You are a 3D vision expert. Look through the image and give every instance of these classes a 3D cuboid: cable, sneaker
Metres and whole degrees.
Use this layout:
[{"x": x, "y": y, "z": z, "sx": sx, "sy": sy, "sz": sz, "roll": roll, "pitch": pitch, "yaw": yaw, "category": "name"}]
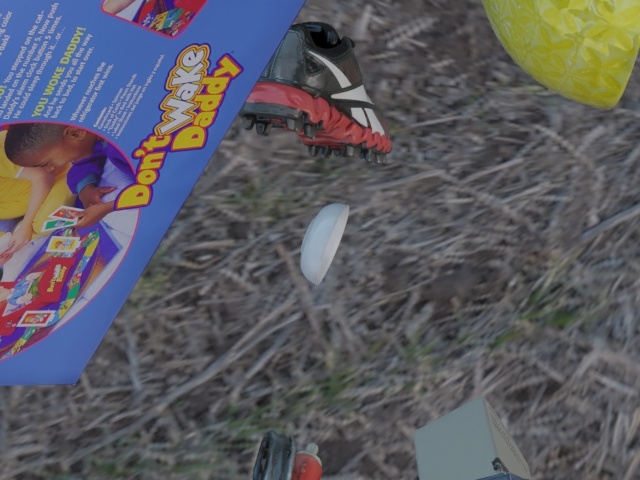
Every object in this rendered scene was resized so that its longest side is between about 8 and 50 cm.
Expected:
[{"x": -0.028, "y": 0.257, "z": 1.338, "sx": 0.072, "sy": 0.287, "sz": 0.139, "roll": 6, "pitch": 113, "yaw": -2, "category": "cable"}, {"x": 0.008, "y": -0.161, "z": 1.806, "sx": 0.098, "sy": 0.276, "sz": 0.135, "roll": 5, "pitch": 83, "yaw": 28, "category": "sneaker"}]

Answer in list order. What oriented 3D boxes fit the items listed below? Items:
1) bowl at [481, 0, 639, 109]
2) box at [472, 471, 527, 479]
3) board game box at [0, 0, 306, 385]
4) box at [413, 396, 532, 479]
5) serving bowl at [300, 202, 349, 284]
[{"x": 0.201, "y": -0.265, "z": 1.449, "sx": 0.156, "sy": 0.289, "sz": 0.289, "roll": 9, "pitch": 96, "yaw": 1, "category": "bowl"}, {"x": 0.004, "y": 0.217, "z": 0.737, "sx": 0.233, "sy": 0.059, "sz": 0.183, "roll": -19, "pitch": 58, "yaw": 29, "category": "box"}, {"x": -0.161, "y": -0.070, "z": 0.844, "sx": 0.078, "sy": 0.233, "sz": 0.347, "roll": 54, "pitch": 124, "yaw": 33, "category": "board game box"}, {"x": 0.168, "y": 0.276, "z": 1.721, "sx": 0.094, "sy": 0.275, "sz": 0.113, "roll": -30, "pitch": 108, "yaw": 10, "category": "box"}, {"x": 0.000, "y": 0.000, "z": 1.617, "sx": 0.027, "sy": 0.083, "sz": 0.083, "roll": 21, "pitch": 99, "yaw": 8, "category": "serving bowl"}]
